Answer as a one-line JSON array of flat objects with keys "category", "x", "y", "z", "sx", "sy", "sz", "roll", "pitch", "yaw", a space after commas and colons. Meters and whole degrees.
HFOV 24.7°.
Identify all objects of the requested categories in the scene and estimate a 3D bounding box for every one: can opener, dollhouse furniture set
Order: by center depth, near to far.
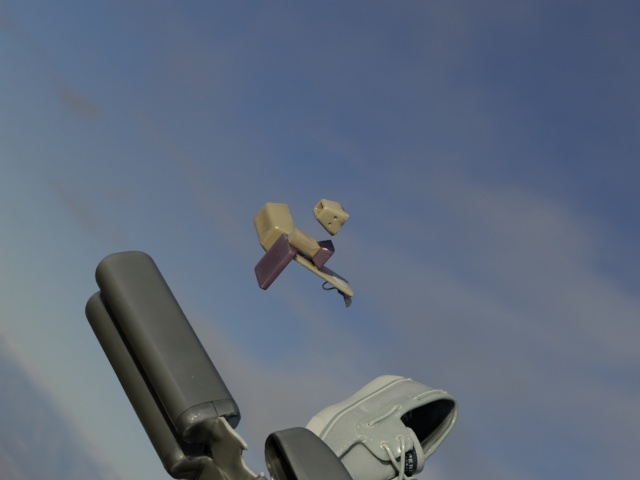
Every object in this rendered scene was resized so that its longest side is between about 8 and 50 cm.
[{"category": "can opener", "x": -0.065, "y": 0.120, "z": 0.996, "sx": 0.283, "sy": 0.095, "sz": 0.076, "roll": 56, "pitch": -40, "yaw": 34}, {"category": "dollhouse furniture set", "x": 0.000, "y": 0.000, "z": 1.220, "sx": 0.081, "sy": 0.091, "sz": 0.114, "roll": 33, "pitch": 16, "yaw": -24}]

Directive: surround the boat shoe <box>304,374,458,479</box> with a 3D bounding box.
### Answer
[{"category": "boat shoe", "x": 0.049, "y": 0.171, "z": 1.213, "sx": 0.081, "sy": 0.227, "sz": 0.079, "roll": 4, "pitch": -71, "yaw": 28}]
